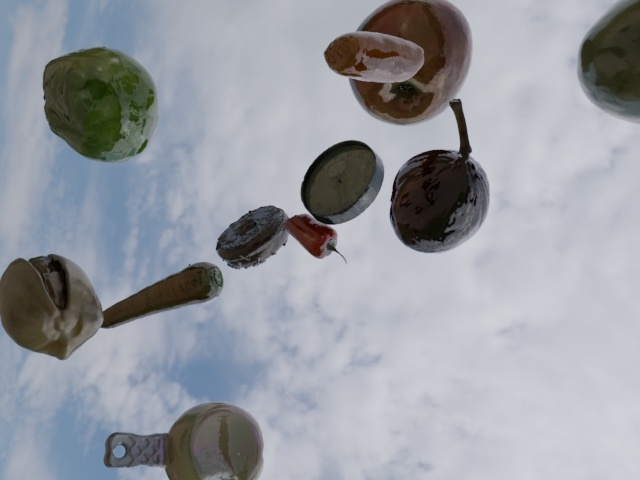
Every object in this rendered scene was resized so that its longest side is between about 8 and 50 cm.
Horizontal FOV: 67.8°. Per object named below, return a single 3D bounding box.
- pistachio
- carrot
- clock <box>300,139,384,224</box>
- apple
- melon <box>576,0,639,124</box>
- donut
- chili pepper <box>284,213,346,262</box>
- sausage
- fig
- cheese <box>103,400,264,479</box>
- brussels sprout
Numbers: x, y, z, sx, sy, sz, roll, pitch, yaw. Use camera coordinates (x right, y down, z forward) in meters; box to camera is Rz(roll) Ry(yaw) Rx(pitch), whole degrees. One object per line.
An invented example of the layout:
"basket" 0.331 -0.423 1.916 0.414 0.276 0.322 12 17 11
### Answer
"pistachio" -0.334 0.076 0.588 0.149 0.113 0.113 44 -66 39
"carrot" -0.320 0.114 0.891 0.298 0.078 0.078 -21 -111 11
"clock" 0.047 -0.140 1.123 0.215 0.042 0.214 -19 -126 28
"apple" 0.225 -0.445 1.209 0.319 0.319 0.277 -21 -125 39
"melon" 0.603 -0.315 0.796 0.308 0.272 0.271 -21 -109 47
"donut" -0.215 -0.009 1.548 0.270 0.269 0.103 -2 -53 42
"chili pepper" 0.000 0.000 1.161 0.192 0.086 0.084 41 -25 29
"sausage" 0.109 -0.348 0.911 0.098 0.238 0.098 17 -67 44
"fig" 0.234 -0.091 0.864 0.203 0.186 0.249 -59 -178 -30
"cheese" -0.228 0.364 0.823 0.082 0.286 0.163 -36 -127 36
"brussels sprout" -0.446 -0.275 0.974 0.244 0.244 0.244 -6 -99 42
